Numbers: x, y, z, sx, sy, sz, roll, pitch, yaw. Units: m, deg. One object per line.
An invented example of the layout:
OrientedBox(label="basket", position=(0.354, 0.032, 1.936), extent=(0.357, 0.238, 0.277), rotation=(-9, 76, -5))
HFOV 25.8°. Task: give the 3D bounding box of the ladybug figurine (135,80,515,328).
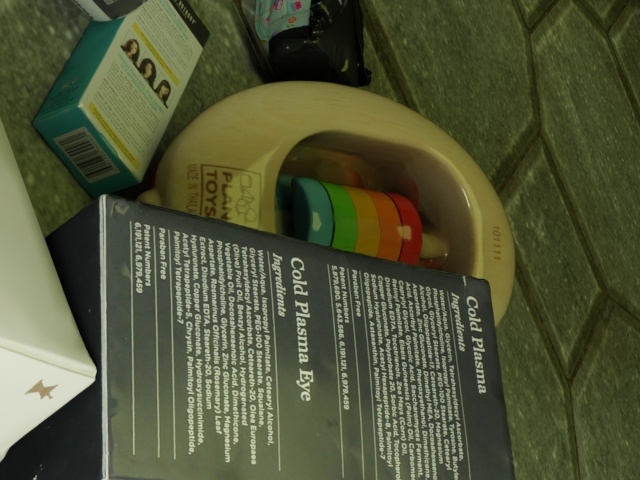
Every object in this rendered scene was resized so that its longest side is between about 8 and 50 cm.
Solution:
OrientedBox(label="ladybug figurine", position=(0.000, 0.000, 1.407), extent=(0.449, 0.162, 0.305), rotation=(13, 71, -36))

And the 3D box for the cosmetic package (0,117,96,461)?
OrientedBox(label="cosmetic package", position=(-0.295, -0.026, 0.831), extent=(0.155, 0.197, 0.365), rotation=(30, 26, -51))

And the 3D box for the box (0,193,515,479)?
OrientedBox(label="box", position=(-0.096, 0.136, 0.976), extent=(0.312, 0.343, 0.179), rotation=(12, 63, -35))

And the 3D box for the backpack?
OrientedBox(label="backpack", position=(-0.012, -0.267, 1.657), extent=(0.152, 0.115, 0.182), rotation=(51, 33, -55))

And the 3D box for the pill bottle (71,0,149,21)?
OrientedBox(label="pill bottle", position=(-0.242, -0.324, 1.270), extent=(0.246, 0.130, 0.130), rotation=(45, 39, -39))

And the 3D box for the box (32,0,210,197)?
OrientedBox(label="box", position=(-0.187, -0.160, 1.349), extent=(0.100, 0.060, 0.244), rotation=(55, 34, -31))
